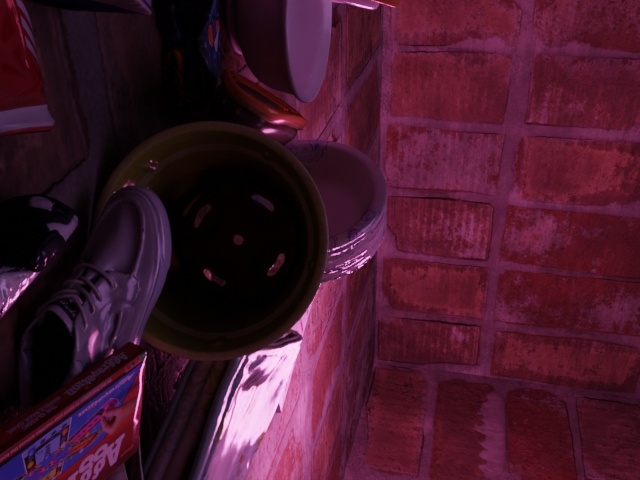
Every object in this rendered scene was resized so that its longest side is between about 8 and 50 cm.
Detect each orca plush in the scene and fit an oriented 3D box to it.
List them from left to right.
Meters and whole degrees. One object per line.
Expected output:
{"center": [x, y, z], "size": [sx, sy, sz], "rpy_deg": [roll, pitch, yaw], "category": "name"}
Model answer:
{"center": [-0.302, 0.042, 0.518], "size": [0.151, 0.102, 0.287], "rpy_deg": [-29, -154, 48], "category": "orca plush"}

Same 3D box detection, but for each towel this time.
{"center": [-0.153, 0.302, 1.043], "size": [0.374, 0.090, 0.320], "rpy_deg": [-67, 165, -2], "category": "towel"}

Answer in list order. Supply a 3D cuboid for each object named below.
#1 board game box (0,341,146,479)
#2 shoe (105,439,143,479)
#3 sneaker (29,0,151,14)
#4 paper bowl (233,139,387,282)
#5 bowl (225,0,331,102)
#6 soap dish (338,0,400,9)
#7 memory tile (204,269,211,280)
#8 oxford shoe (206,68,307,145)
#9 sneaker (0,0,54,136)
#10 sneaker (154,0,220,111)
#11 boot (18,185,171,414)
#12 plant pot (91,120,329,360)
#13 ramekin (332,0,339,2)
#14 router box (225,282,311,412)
{"center": [-0.266, 0.219, 0.624], "size": [0.281, 0.027, 0.145], "rpy_deg": [-38, 145, -57], "category": "board game box"}
{"center": [-0.247, 0.238, 0.833], "size": [0.076, 0.058, 0.219], "rpy_deg": [-42, 136, -72], "category": "shoe"}
{"center": [-0.225, -0.304, 0.522], "size": [0.315, 0.127, 0.182], "rpy_deg": [7, 91, -76], "category": "sneaker"}
{"center": [-0.023, -0.038, 1.194], "size": [0.148, 0.284, 0.284], "rpy_deg": [84, 17, -45], "category": "paper bowl"}
{"center": [-0.076, -0.388, 1.145], "size": [0.298, 0.134, 0.298], "rpy_deg": [7, 90, -78], "category": "bowl"}
{"center": [-0.018, -0.461, 0.938], "size": [0.118, 0.291, 0.229], "rpy_deg": [-42, -128, 47], "category": "soap dish"}
{"center": [-0.200, 0.075, 1.078], "size": [0.113, 0.012, 0.148], "rpy_deg": [-70, 161, -48], "category": "memory tile"}
{"center": [-0.109, -0.148, 0.962], "size": [0.132, 0.130, 0.364], "rpy_deg": [-57, -174, 1], "category": "oxford shoe"}
{"center": [-0.281, -0.138, 0.498], "size": [0.221, 0.087, 0.128], "rpy_deg": [-84, 169, -79], "category": "sneaker"}
{"center": [-0.173, -0.292, 0.911], "size": [0.087, 0.083, 0.221], "rpy_deg": [-76, 176, -60], "category": "sneaker"}
{"center": [-0.235, 0.064, 0.702], "size": [0.123, 0.095, 0.258], "rpy_deg": [12, 90, -77], "category": "boot"}
{"center": [-0.124, 0.001, 0.895], "size": [0.254, 0.276, 0.276], "rpy_deg": [10, 86, -88], "category": "plant pot"}
{"center": [0.041, -0.580, 1.322], "size": [0.127, 0.273, 0.273], "rpy_deg": [102, 4, -50], "category": "ramekin"}
{"center": [-0.103, 0.141, 1.385], "size": [0.335, 0.082, 0.301], "rpy_deg": [82, 19, -48], "category": "router box"}
